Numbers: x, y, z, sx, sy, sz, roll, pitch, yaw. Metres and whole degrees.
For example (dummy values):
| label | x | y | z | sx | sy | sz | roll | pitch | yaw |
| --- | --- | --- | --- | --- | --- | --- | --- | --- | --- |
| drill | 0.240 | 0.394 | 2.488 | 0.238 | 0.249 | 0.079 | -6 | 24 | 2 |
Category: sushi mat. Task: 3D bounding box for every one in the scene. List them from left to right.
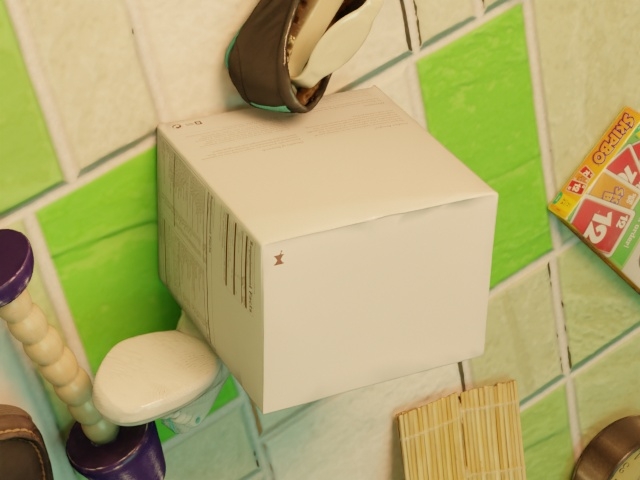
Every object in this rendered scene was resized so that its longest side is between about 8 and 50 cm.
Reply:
| label | x | y | z | sx | sy | sz | roll | pitch | yaw |
| --- | --- | --- | --- | --- | --- | --- | --- | --- | --- |
| sushi mat | 0.150 | 0.301 | 1.727 | 0.151 | 0.019 | 0.317 | -10 | 97 | -33 |

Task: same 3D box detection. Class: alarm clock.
| label | x | y | z | sx | sy | sz | roll | pitch | yaw |
| --- | --- | --- | --- | --- | --- | --- | --- | --- | --- |
| alarm clock | 0.314 | 0.264 | 1.894 | 0.192 | 0.064 | 0.129 | -50 | 136 | -7 |

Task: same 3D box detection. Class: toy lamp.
| label | x | y | z | sx | sy | sz | roll | pitch | yaw |
| --- | --- | --- | --- | --- | --- | --- | --- | --- | --- |
| toy lamp | -0.195 | 0.106 | 1.376 | 0.080 | 0.080 | 0.275 | -38 | 133 | -15 |

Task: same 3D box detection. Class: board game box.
| label | x | y | z | sx | sy | sz | roll | pitch | yaw |
| --- | --- | --- | --- | --- | --- | --- | --- | --- | --- |
| board game box | 0.329 | -0.019 | 1.757 | 0.124 | 0.039 | 0.259 | -53 | 138 | 0 |

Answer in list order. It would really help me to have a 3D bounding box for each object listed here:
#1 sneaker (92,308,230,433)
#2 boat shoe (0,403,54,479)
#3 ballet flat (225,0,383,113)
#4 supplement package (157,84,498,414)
| label | x | y | z | sx | sy | sz | roll | pitch | yaw |
| --- | --- | --- | --- | --- | --- | --- | --- | --- | --- |
| sneaker | -0.113 | 0.117 | 1.394 | 0.212 | 0.080 | 0.094 | -35 | 144 | -62 |
| boat shoe | -0.252 | 0.297 | 1.405 | 0.132 | 0.130 | 0.355 | -12 | 123 | -34 |
| ballet flat | 0.033 | -0.215 | 1.348 | 0.095 | 0.096 | 0.280 | 22 | 100 | -44 |
| supplement package | 0.000 | 0.000 | 1.359 | 0.194 | 0.203 | 0.149 | -12 | 123 | -22 |
